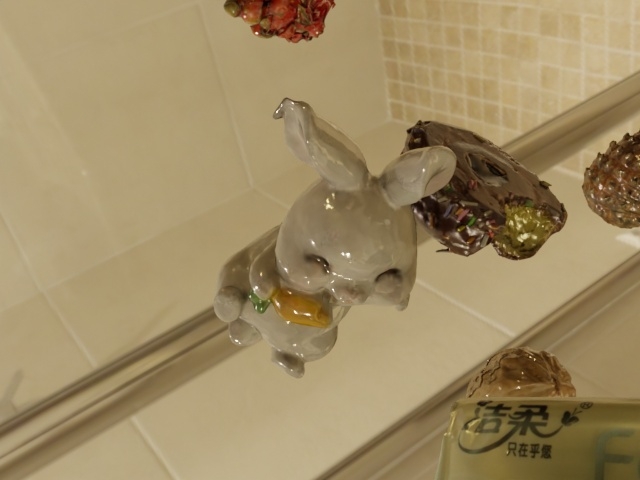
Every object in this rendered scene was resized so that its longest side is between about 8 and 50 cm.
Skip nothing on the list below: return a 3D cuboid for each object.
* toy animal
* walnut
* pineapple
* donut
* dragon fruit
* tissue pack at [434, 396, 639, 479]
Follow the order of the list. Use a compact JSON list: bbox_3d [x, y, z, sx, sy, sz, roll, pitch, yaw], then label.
[{"bbox_3d":[0.005,0.005,0.765,0.209,0.154,0.325,17,126,1],"label":"toy animal"},{"bbox_3d":[0.392,0.309,1.442,0.198,0.198,0.245,55,147,15],"label":"walnut"},{"bbox_3d":[0.545,-0.137,1.125,0.310,0.141,0.170,124,151,-51],"label":"pineapple"},{"bbox_3d":[0.187,-0.058,0.928,0.216,0.230,0.096,45,125,23],"label":"donut"},{"bbox_3d":[-0.052,-0.342,1.018,0.150,0.208,0.133,49,139,8],"label":"dragon fruit"},{"bbox_3d":[0.344,0.254,0.608,0.405,0.205,0.332,-7,149,39],"label":"tissue pack"}]
